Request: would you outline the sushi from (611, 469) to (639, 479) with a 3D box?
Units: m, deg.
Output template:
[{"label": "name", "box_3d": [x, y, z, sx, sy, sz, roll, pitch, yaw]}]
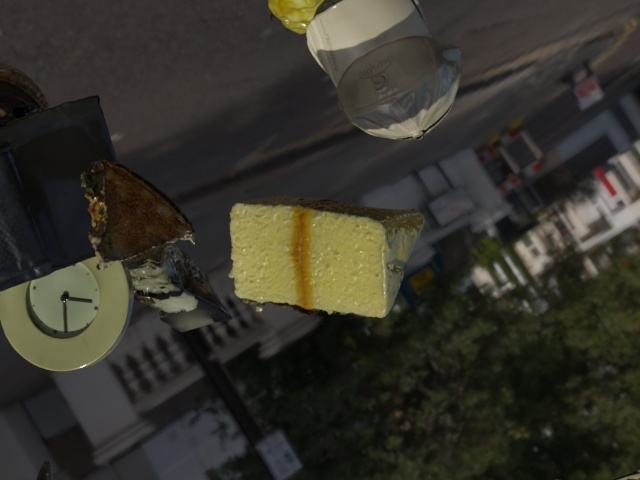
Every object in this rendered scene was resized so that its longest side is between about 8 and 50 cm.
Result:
[{"label": "sushi", "box_3d": [0.410, 0.267, 1.079, 0.292, 0.059, 0.294, 7, 148, -37]}]

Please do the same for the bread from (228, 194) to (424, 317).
[{"label": "bread", "box_3d": [0.000, 0.000, 1.406, 0.266, 0.142, 0.178, 6, -131, 32]}]

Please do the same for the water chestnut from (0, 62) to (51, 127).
[{"label": "water chestnut", "box_3d": [-0.614, -0.200, 1.884, 0.300, 0.300, 0.300, -32, 174, -4]}]

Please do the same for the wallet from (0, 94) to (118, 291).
[{"label": "wallet", "box_3d": [-0.443, -0.053, 1.508, 0.323, 0.247, 0.041, -22, -153, -22]}]

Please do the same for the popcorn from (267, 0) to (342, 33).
[{"label": "popcorn", "box_3d": [-0.006, -0.465, 1.682, 0.215, 0.252, 0.286, -3, 176, 19]}]

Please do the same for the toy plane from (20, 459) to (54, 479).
[{"label": "toy plane", "box_3d": [-0.568, 0.545, 2.025, 0.088, 0.267, 0.212, 9, 136, -20]}]

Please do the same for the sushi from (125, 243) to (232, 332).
[{"label": "sushi", "box_3d": [-0.283, 0.062, 1.911, 0.134, 0.109, 0.273, -16, 144, 28]}]

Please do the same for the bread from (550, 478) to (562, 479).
[{"label": "bread", "box_3d": [0.286, 0.502, 1.578, 0.264, 0.168, 0.163, -13, 145, -28]}]

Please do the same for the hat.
[{"label": "hat", "box_3d": [0.098, -0.276, 1.615, 0.219, 0.164, 0.226, -26, 144, 18]}]

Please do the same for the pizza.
[{"label": "pizza", "box_3d": [-0.265, -0.017, 1.409, 0.052, 0.185, 0.195, -46, -167, 33]}]

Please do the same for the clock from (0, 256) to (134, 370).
[{"label": "clock", "box_3d": [-0.411, 0.093, 1.670, 0.235, 0.235, 0.029, -34, 170, 10]}]
